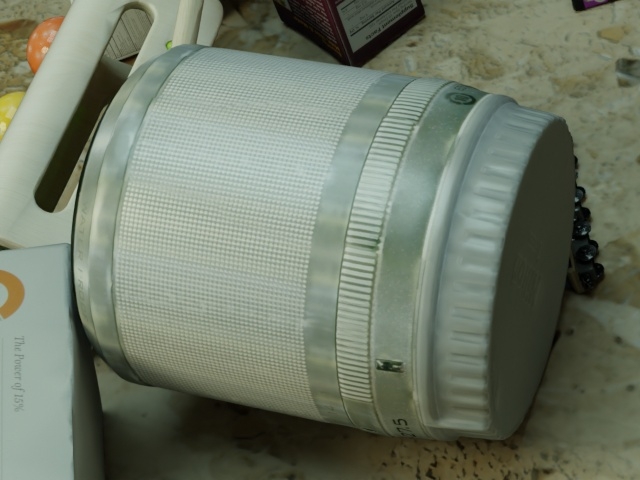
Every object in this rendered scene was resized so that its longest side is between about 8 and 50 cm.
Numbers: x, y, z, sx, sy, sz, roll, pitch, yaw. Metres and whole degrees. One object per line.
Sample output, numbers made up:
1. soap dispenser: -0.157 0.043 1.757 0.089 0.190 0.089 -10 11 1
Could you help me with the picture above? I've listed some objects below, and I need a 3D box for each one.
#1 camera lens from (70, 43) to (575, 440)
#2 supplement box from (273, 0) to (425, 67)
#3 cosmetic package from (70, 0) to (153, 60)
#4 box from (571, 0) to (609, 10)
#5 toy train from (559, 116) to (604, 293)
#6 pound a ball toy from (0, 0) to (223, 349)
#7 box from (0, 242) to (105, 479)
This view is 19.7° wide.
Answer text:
1. camera lens: 0.000 0.000 1.136 0.274 0.219 0.219 10 53 19
2. supplement box: -0.001 -0.239 1.404 0.081 0.188 0.104 -37 45 -14
3. cosmetic package: -0.171 -0.253 1.586 0.099 0.060 0.239 -19 44 2
4. box: 0.261 -0.242 1.407 0.162 0.029 0.116 -14 45 9
5. toy train: 0.162 -0.025 1.245 0.036 0.027 0.158 -18 44 12
6. pound a ball toy: -0.162 -0.107 1.312 0.135 0.208 0.319 20 54 -2
7. box: -0.310 0.149 1.127 0.345 0.168 0.215 -7 44 -3
